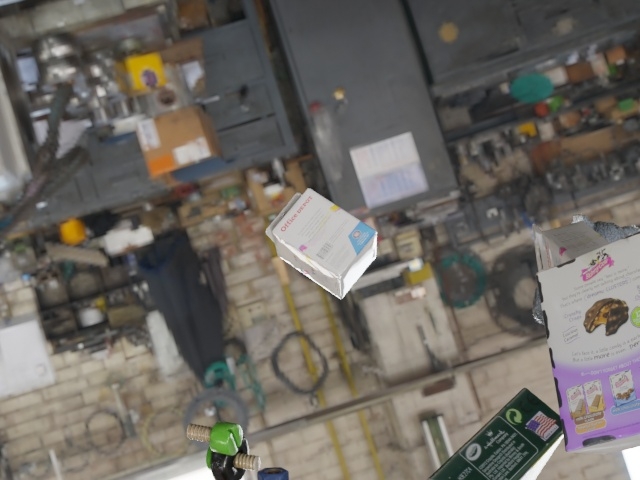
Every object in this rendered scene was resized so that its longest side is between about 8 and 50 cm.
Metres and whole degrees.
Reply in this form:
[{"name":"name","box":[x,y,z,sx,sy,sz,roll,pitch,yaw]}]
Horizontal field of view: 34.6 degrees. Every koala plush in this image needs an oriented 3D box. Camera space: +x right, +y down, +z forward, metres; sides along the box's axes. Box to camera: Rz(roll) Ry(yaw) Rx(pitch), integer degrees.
[{"name":"koala plush","box":[0.545,0.064,1.979,0.196,0.221,0.203,13,170,-20]}]

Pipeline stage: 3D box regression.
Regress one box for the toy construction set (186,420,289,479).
[{"name":"toy construction set","box":[-0.023,0.384,1.134,0.237,0.308,0.257,4,162,24]}]

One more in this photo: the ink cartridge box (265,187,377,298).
[{"name":"ink cartridge box","box":[0.000,0.000,1.523,0.092,0.143,0.090,-50,161,-18]}]

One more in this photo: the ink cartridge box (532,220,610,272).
[{"name":"ink cartridge box","box":[0.340,0.044,1.326,0.062,0.104,0.181,-15,-157,-6]}]

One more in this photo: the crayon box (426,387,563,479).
[{"name":"crayon box","box":[0.192,0.354,1.348,0.202,0.081,0.318,-34,153,-34]}]

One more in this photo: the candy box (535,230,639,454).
[{"name":"candy box","box":[0.314,0.102,1.032,0.070,0.196,0.165,13,153,-36]}]
